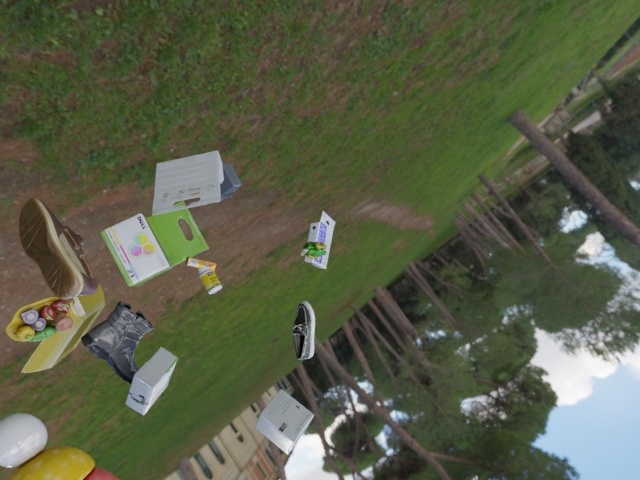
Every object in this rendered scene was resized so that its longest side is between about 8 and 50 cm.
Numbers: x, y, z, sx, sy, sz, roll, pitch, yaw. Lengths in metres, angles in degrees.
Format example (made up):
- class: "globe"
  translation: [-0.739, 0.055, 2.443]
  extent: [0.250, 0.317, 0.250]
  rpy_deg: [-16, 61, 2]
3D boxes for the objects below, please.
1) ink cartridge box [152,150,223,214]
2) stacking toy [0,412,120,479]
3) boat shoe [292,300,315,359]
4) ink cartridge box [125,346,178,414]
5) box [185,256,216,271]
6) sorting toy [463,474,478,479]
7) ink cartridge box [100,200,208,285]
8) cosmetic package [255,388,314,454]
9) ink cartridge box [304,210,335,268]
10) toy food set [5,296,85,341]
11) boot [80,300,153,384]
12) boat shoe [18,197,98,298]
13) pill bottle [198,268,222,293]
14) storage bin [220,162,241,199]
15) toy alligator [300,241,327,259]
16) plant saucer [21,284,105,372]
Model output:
- class: "ink cartridge box"
  translation: [-0.368, -0.150, 1.272]
  extent: [0.189, 0.232, 0.066]
  rpy_deg: [-13, 141, -3]
- class: "stacking toy"
  translation: [-0.641, 0.633, 1.118]
  extent: [0.351, 0.480, 0.350]
  rpy_deg: [-29, 180, 0]
- class: "boat shoe"
  translation: [-0.068, 0.340, 1.724]
  extent: [0.078, 0.219, 0.070]
  rpy_deg: [-12, 168, 38]
- class: "ink cartridge box"
  translation: [-0.655, 0.546, 1.760]
  extent: [0.219, 0.093, 0.160]
  rpy_deg: [-61, 177, 37]
- class: "box"
  translation: [-0.363, 0.070, 1.368]
  extent: [0.136, 0.081, 0.028]
  rpy_deg: [171, -68, -71]
- class: "sorting toy"
  translation: [0.265, 0.653, 1.038]
  extent: [0.307, 0.041, 0.229]
  rpy_deg: [30, 88, -56]
- class: "ink cartridge box"
  translation: [-0.507, 0.001, 1.407]
  extent: [0.255, 0.188, 0.097]
  rpy_deg: [-28, 180, -12]
- class: "cosmetic package"
  translation: [-0.153, 0.772, 1.935]
  extent: [0.151, 0.184, 0.151]
  rpy_deg: [-44, 161, -42]
- class: "ink cartridge box"
  translation: [0.000, 0.000, 1.828]
  extent: [0.206, 0.045, 0.208]
  rpy_deg: [36, 65, -71]
- class: "toy food set"
  translation: [-0.828, 0.244, 1.388]
  extent: [0.218, 0.071, 0.128]
  rpy_deg: [-27, 133, -41]
- class: "boot"
  translation: [-0.754, 0.419, 1.819]
  extent: [0.223, 0.338, 0.118]
  rpy_deg: [-44, -142, -18]
- class: "boat shoe"
  translation: [-0.758, 0.023, 1.326]
  extent: [0.123, 0.342, 0.123]
  rpy_deg: [-44, 163, 13]
- class: "pill bottle"
  translation: [-0.468, 0.162, 1.913]
  extent: [0.065, 0.116, 0.065]
  rpy_deg: [-31, 170, -6]
- class: "storage bin"
  translation: [-0.391, -0.255, 1.900]
  extent: [0.091, 0.135, 0.098]
  rpy_deg: [-27, 180, 34]
- class: "toy alligator"
  translation: [-0.032, 0.025, 1.467]
  extent: [0.056, 0.051, 0.190]
  rpy_deg: [-50, 160, 13]
- class: "plant saucer"
  translation: [-1.017, 0.365, 1.854]
  extent: [0.333, 0.081, 0.333]
  rpy_deg: [-55, -171, 1]
